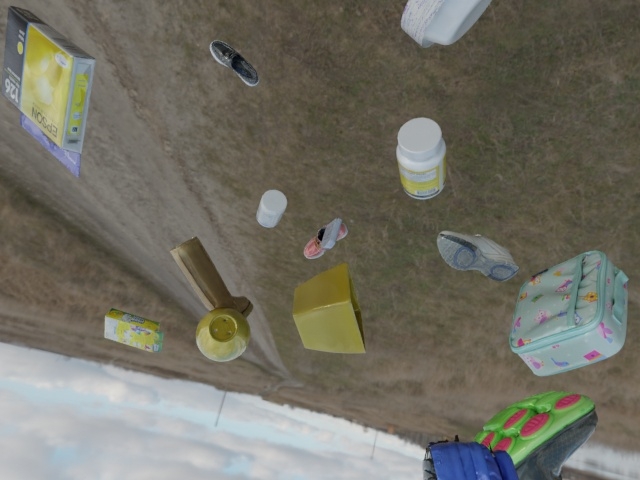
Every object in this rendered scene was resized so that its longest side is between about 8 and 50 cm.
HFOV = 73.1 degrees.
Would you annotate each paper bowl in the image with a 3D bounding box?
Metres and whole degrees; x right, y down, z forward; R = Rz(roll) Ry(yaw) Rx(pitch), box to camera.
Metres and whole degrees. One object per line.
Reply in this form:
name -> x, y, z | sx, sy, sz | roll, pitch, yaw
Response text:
paper bowl -> 0.369, -0.665, 1.191 | 0.148, 0.284, 0.284 | 46, 159, 5

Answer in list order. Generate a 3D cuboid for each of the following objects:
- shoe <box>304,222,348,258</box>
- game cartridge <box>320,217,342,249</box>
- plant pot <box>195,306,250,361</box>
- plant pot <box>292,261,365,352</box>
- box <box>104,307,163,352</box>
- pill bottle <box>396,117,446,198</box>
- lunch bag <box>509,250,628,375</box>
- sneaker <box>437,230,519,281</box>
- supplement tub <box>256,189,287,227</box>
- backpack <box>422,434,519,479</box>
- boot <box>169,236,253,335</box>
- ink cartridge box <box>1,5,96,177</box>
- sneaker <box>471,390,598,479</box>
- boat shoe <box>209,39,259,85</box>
shoe -> 0.000, 0.000, 1.371 | 0.178, 0.063, 0.081 | -35, 163, 25
game cartridge -> 0.020, -0.010, 0.845 | 0.017, 0.056, 0.083 | 23, 168, -8
plant pot -> -0.233, 0.217, 1.039 | 0.134, 0.134, 0.095 | 16, 156, -6
plant pot -> 0.023, 0.224, 1.362 | 0.187, 0.212, 0.212 | -12, 119, 8
box -> -0.573, 0.282, 1.339 | 0.179, 0.043, 0.105 | 20, 124, -2
pill bottle -> 0.253, -0.201, 1.079 | 0.119, 0.119, 0.208 | 6, 158, 18
lunch bag -> 0.541, 0.146, 0.938 | 0.108, 0.279, 0.224 | 43, 136, -2
sneaker -> 0.503, 0.034, 1.413 | 0.297, 0.129, 0.111 | 23, 131, -17
supplement tub -> -0.134, -0.085, 1.179 | 0.071, 0.071, 0.107 | 17, 155, -9
backpack -> 0.159, 0.259, 0.461 | 0.101, 0.098, 0.120 | -17, 149, 8
boot -> -0.293, 0.111, 1.200 | 0.269, 0.089, 0.236 | 61, 179, -9
ink cartridge box -> -0.678, -0.358, 1.055 | 0.304, 0.307, 0.072 | 37, -154, 21
sneaker -> 0.364, 0.493, 0.803 | 0.202, 0.482, 0.185 | 36, 176, 6
boat shoe -> -0.332, -0.693, 1.670 | 0.228, 0.080, 0.076 | 44, 174, -9
